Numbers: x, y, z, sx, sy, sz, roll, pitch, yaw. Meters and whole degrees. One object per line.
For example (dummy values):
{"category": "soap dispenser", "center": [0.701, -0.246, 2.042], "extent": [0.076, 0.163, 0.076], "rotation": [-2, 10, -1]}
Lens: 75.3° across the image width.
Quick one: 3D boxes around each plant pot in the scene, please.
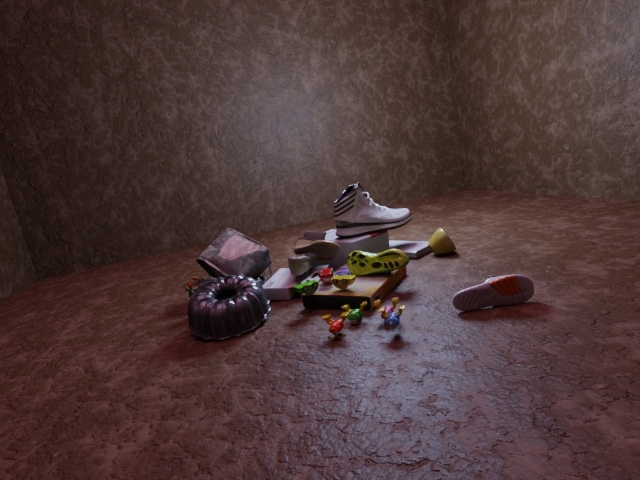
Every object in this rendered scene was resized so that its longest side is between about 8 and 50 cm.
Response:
{"category": "plant pot", "center": [0.592, 0.018, 2.056], "extent": [0.095, 0.134, 0.134], "rotation": [-36, 10, 6]}

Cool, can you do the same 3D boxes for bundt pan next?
{"category": "bundt pan", "center": [-0.365, 0.240, 1.621], "extent": [0.330, 0.124, 0.331], "rotation": [-6, 26, 3]}

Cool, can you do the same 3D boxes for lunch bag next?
{"category": "lunch bag", "center": [-0.426, 0.090, 2.023], "extent": [0.287, 0.169, 0.235], "rotation": [31, 62, 17]}

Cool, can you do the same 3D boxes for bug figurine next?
{"category": "bug figurine", "center": [0.157, 0.257, 1.375], "extent": [0.278, 0.072, 0.216], "rotation": [-11, 4, 21]}

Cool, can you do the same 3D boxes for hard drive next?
{"category": "hard drive", "center": [0.443, 0.044, 2.232], "extent": [0.203, 0.040, 0.307], "rotation": [-20, 15, -40]}

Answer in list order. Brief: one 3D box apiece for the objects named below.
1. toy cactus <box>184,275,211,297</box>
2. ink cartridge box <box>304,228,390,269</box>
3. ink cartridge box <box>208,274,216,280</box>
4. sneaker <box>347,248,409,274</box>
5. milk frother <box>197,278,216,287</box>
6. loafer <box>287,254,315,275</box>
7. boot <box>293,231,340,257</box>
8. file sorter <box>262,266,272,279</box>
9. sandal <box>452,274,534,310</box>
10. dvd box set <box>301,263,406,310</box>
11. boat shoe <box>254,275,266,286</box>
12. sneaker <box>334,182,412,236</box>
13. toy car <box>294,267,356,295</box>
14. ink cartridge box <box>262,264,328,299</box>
{"category": "toy cactus", "center": [-0.577, 0.258, 2.010], "extent": [0.218, 0.112, 0.181], "rotation": [7, 37, 12]}
{"category": "ink cartridge box", "center": [0.134, 0.044, 2.206], "extent": [0.279, 0.161, 0.384], "rotation": [-19, 14, -41]}
{"category": "ink cartridge box", "center": [-0.627, 0.161, 2.398], "extent": [0.056, 0.135, 0.099], "rotation": [-18, 12, -18]}
{"category": "sneaker", "center": [0.240, 0.098, 1.760], "extent": [0.295, 0.110, 0.123], "rotation": [-4, -14, 39]}
{"category": "milk frother", "center": [-0.519, 0.258, 1.823], "extent": [0.143, 0.135, 0.129], "rotation": [-10, -20, -12]}
{"category": "loafer", "center": [-0.093, 0.116, 1.928], "extent": [0.101, 0.092, 0.268], "rotation": [5, -1, 16]}
{"category": "boot", "center": [0.000, 0.000, 2.051], "extent": [0.248, 0.090, 0.207], "rotation": [-3, 26, 20]}
{"category": "file sorter", "center": [-0.335, 0.171, 2.158], "extent": [0.170, 0.105, 0.118], "rotation": [-12, 12, -4]}
{"category": "sandal", "center": [0.565, 0.164, 1.380], "extent": [0.265, 0.102, 0.076], "rotation": [-11, 14, 6]}
{"category": "dvd box set", "center": [0.155, 0.184, 1.760], "extent": [0.307, 0.062, 0.420], "rotation": [-4, 13, 30]}
{"category": "boat shoe", "center": [-0.299, 0.216, 1.914], "extent": [0.083, 0.079, 0.233], "rotation": [-4, 5, 6]}
{"category": "sneaker", "center": [0.273, -0.179, 2.135], "extent": [0.447, 0.258, 0.169], "rotation": [-12, 11, -23]}
{"category": "toy car", "center": [0.001, 0.174, 1.649], "extent": [0.224, 0.053, 0.239], "rotation": [-16, 12, -26]}
{"category": "ink cartridge box", "center": [-0.110, 0.195, 1.937], "extent": [0.260, 0.066, 0.296], "rotation": [-4, 13, 14]}
